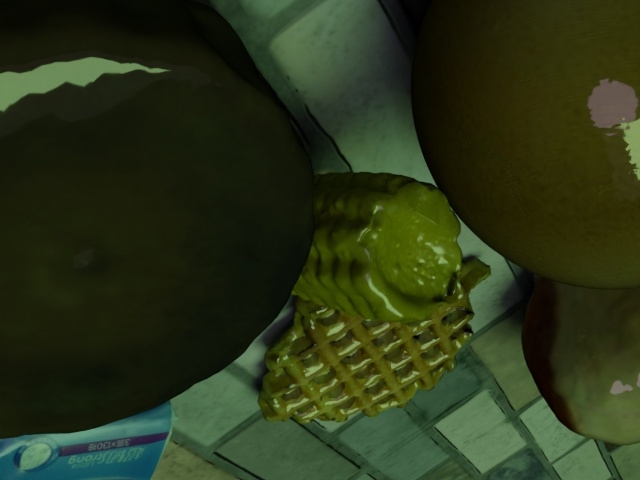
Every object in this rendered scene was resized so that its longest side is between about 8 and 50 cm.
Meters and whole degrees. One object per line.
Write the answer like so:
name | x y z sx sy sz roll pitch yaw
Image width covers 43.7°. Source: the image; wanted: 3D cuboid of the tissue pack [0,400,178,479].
tissue pack | -0.268 0.151 0.588 0.263 0.146 0.198 1 131 -34

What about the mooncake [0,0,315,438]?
mooncake | -0.151 -0.024 0.474 0.290 0.161 0.290 -18 137 -18

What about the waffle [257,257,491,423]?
waffle | 0.056 0.105 0.829 0.254 0.052 0.245 5 127 -35

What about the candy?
candy | 0.000 0.000 0.585 0.094 0.199 0.106 -55 127 -24

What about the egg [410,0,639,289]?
egg | 0.199 -0.090 0.562 0.250 0.250 0.322 -38 141 7

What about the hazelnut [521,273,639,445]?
hazelnut | 0.339 0.093 0.887 0.261 0.241 0.261 -40 168 -11
